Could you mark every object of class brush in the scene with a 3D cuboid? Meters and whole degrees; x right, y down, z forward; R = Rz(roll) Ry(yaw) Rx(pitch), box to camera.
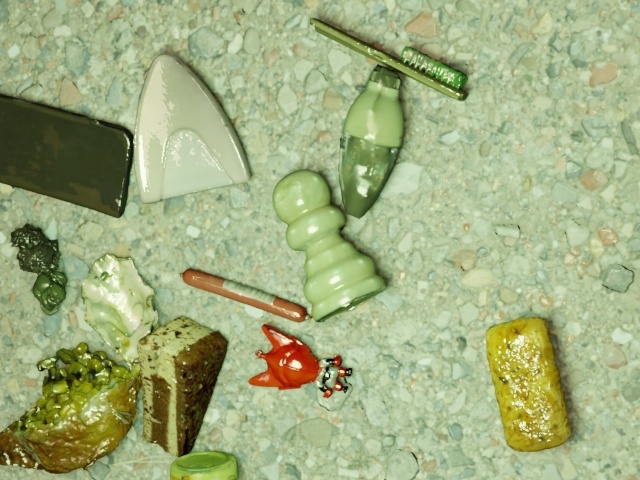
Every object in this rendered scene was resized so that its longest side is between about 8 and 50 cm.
[{"bbox_3d":[0.112,-0.300,1.819,0.282,0.054,0.048,27,93,13],"label":"brush"}]

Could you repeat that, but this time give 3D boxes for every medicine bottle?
[{"bbox_3d":[-0.196,0.492,1.954,0.124,0.124,0.239,0,96,17],"label":"medicine bottle"}]

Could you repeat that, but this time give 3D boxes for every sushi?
[{"bbox_3d":[-0.449,0.307,2.001,0.296,0.167,0.179,-25,111,24],"label":"sushi"}]

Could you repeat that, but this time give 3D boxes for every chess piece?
[{"bbox_3d":[0.000,0.000,1.850,0.133,0.133,0.243,-28,82,17],"label":"chess piece"}]

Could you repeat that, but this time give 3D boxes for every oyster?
[{"bbox_3d":[-0.341,0.124,1.993,0.133,0.072,0.209,-41,73,-7],"label":"oyster"}]

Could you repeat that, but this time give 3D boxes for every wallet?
[{"bbox_3d":[-0.475,-0.155,2.018,0.309,0.042,0.165,16,101,16],"label":"wallet"}]

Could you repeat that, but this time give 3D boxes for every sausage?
[{"bbox_3d":[-0.130,0.094,1.941,0.253,0.034,0.034,19,100,15],"label":"sausage"}]

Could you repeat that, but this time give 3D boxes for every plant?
[{"bbox_3d":[-0.502,0.048,2.030,0.085,0.087,0.174,-31,80,47],"label":"plant"}]

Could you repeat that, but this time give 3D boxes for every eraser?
[{"bbox_3d":[-0.234,-0.198,1.930,0.204,0.059,0.244,-10,96,18],"label":"eraser"}]

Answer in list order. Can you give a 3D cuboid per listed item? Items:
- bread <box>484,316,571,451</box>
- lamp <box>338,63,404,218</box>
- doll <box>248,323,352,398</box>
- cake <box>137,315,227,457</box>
[{"bbox_3d":[0.328,0.227,1.790,0.113,0.083,0.211,-14,89,22],"label":"bread"},{"bbox_3d":[0.080,-0.157,1.819,0.101,0.101,0.250,18,103,15],"label":"lamp"},{"bbox_3d":[-0.033,0.215,1.909,0.169,0.057,0.109,16,98,16],"label":"doll"},{"bbox_3d":[-0.238,0.252,1.985,0.112,0.135,0.246,23,131,23],"label":"cake"}]
